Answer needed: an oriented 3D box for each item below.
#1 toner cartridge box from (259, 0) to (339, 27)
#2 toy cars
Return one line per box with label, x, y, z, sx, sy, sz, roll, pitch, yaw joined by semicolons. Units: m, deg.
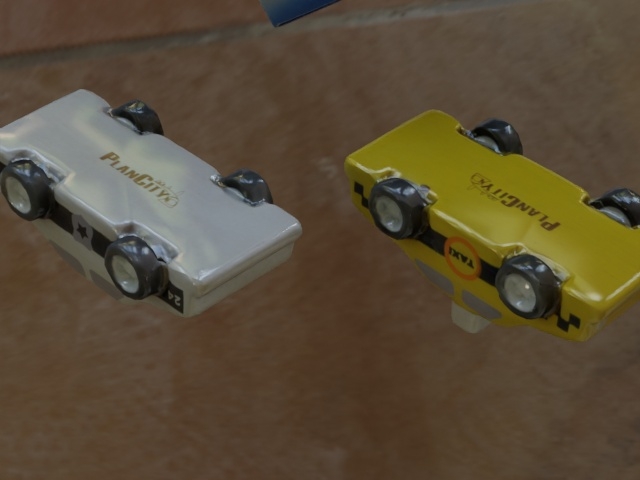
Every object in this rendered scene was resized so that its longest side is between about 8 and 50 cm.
toner cartridge box;0.092;-0.345;1.862;0.165;0.348;0.075;-42;108;-43
toy cars;0.000;0.000;0.970;0.394;0.176;0.087;4;128;1
